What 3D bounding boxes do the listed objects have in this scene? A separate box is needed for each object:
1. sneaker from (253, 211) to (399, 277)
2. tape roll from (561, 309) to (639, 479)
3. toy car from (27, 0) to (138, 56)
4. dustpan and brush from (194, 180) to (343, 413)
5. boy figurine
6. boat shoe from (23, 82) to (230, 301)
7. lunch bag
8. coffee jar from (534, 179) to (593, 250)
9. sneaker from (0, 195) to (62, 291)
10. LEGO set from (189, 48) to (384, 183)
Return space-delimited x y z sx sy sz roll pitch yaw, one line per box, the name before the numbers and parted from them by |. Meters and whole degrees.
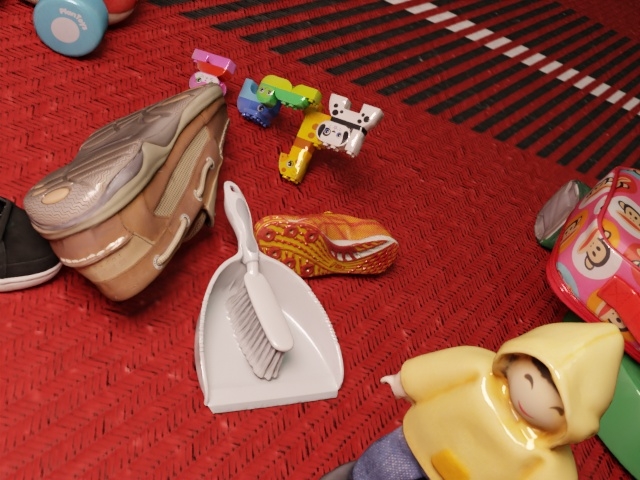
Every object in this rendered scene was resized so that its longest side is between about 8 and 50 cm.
sneaker | 0.000 0.000 0.866 0.175 0.064 0.067 9 27 -38
tape roll | 0.431 0.177 0.984 0.321 0.077 0.321 22 38 -18
toy car | -0.258 -0.362 0.866 0.210 0.238 0.219 25 40 -16
dustpan and brush | -0.061 0.042 0.761 0.147 0.060 0.211 1 52 -37
boy figurine | 0.113 0.158 0.607 0.092 0.285 0.177 -9 61 -42
boat shoe | -0.152 -0.052 0.762 0.116 0.123 0.324 65 23 -20
lunch bag | 0.394 0.066 0.910 0.293 0.120 0.258 40 36 4
coffee jar | 0.387 0.000 1.122 0.184 0.096 0.079 26 39 -14
sneaker | -0.284 -0.035 0.617 0.216 0.121 0.079 15 45 -26
LEGO set | -0.044 -0.122 0.917 0.227 0.093 0.087 21 -4 21
